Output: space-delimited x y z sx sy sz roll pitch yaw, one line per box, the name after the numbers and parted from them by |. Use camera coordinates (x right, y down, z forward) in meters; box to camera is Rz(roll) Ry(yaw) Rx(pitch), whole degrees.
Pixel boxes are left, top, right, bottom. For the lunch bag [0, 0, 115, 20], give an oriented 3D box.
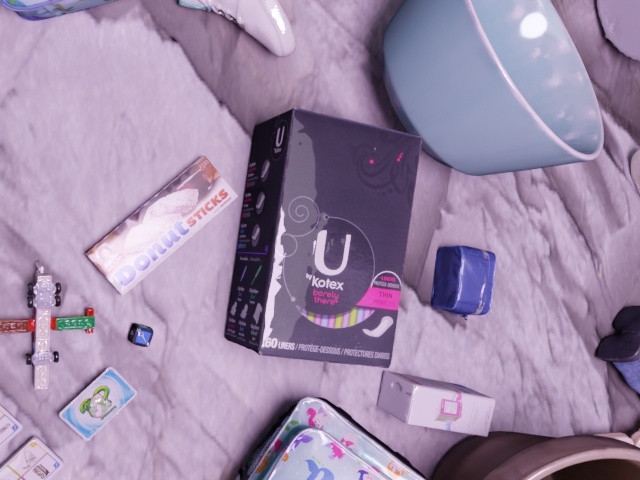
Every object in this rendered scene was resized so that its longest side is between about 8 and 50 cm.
-0.247 -0.339 0.794 0.219 0.090 0.176 -19 99 -4 | lunch bag

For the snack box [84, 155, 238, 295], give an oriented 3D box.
-0.182 -0.019 0.881 0.178 0.022 0.064 -43 107 -17 | snack box

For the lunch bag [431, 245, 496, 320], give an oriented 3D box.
0.194 0.057 1.012 0.065 0.067 0.098 8 88 -22 | lunch bag

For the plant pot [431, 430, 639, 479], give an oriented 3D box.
0.264 0.361 0.910 0.323 0.280 0.323 -1 94 -10 | plant pot

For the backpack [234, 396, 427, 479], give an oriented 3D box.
-0.008 0.333 0.865 0.225 0.191 0.253 38 84 4 | backpack

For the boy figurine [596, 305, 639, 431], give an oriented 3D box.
0.539 0.229 1.145 0.285 0.092 0.177 43 72 -14 | boy figurine

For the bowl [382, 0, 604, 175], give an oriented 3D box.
0.192 -0.202 0.922 0.312 0.163 0.311 29 47 -36 | bowl

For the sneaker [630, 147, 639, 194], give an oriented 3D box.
0.532 -0.089 1.154 0.085 0.058 0.152 -33 106 -13 | sneaker

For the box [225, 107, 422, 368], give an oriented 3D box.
0.000 0.000 0.891 0.165 0.143 0.270 9 86 -22 | box

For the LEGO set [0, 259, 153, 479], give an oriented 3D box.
-0.307 0.148 0.830 0.244 0.060 0.182 -44 118 -15 | LEGO set

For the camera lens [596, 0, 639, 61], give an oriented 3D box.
0.568 -0.370 1.083 0.274 0.219 0.219 -13 95 -22 | camera lens

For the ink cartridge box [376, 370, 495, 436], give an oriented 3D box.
0.147 0.209 0.981 0.122 0.088 0.052 15 87 -21 | ink cartridge box

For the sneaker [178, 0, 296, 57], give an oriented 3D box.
-0.117 -0.290 0.888 0.094 0.080 0.212 -38 97 -6 | sneaker

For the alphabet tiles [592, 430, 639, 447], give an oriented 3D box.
0.439 0.415 1.106 0.278 0.021 0.284 1 99 -13 | alphabet tiles
